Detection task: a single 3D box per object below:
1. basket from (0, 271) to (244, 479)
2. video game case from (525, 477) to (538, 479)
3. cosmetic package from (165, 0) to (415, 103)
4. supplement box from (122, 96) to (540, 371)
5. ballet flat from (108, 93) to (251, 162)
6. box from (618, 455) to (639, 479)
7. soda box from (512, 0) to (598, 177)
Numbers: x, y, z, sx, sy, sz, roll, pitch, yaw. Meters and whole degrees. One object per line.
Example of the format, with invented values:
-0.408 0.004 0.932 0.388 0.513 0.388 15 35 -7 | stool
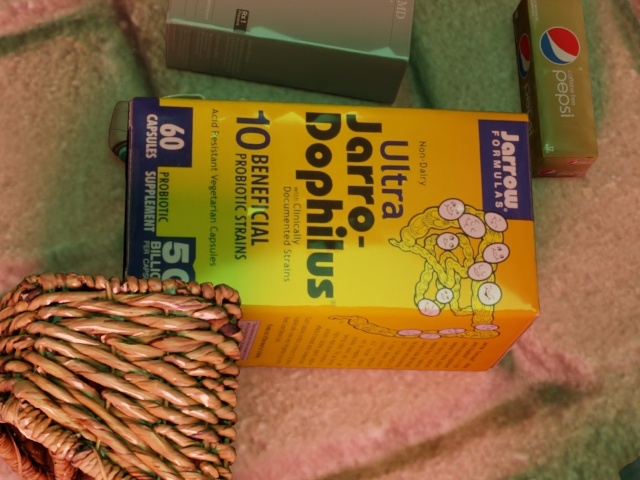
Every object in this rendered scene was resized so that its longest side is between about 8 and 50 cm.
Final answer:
-0.180 0.173 1.375 0.214 0.299 0.223 4 71 -6 | basket
0.136 0.339 1.508 0.212 0.023 0.193 -18 75 -13 | video game case
-0.027 -0.224 1.634 0.238 0.107 0.127 6 68 -2 | cosmetic package
0.000 0.000 1.513 0.357 0.195 0.194 1 72 -7 | supplement box
-0.095 -0.109 1.603 0.213 0.072 0.068 2 67 -6 | ballet flat
0.344 0.309 1.505 0.060 0.100 0.244 -12 73 -10 | box
0.233 -0.156 1.665 0.058 0.061 0.181 -1 72 -9 | soda box
